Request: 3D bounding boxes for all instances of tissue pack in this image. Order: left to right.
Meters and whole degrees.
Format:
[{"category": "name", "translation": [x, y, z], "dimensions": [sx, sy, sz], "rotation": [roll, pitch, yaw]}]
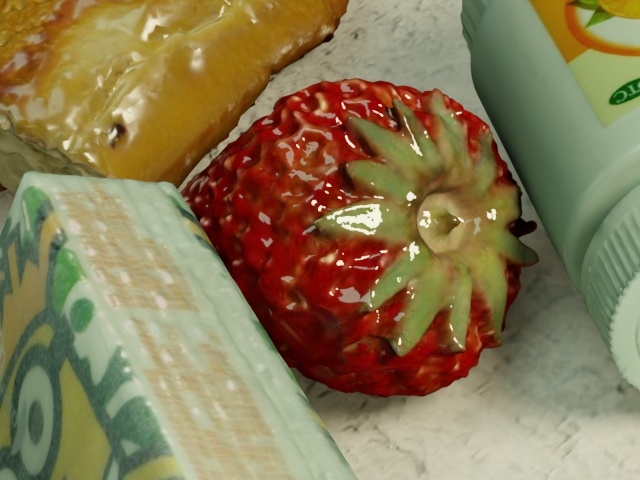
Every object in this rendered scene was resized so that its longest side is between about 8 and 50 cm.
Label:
[{"category": "tissue pack", "translation": [-0.107, 0.134, 0.957], "dimensions": [0.128, 0.228, 0.311], "rotation": [4, 31, -31]}]

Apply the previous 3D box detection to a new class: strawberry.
[{"category": "strawberry", "translation": [0.000, 0.000, 1.078], "dimensions": [0.244, 0.205, 0.205], "rotation": [-8, 42, 50]}]

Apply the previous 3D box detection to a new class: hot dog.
[{"category": "hot dog", "translation": [-0.164, -0.196, 1.338], "dimensions": [0.367, 0.196, 0.365], "rotation": [26, 66, 35]}]

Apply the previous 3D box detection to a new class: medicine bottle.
[{"category": "medicine bottle", "translation": [0.194, -0.065, 1.047], "dimensions": [0.158, 0.158, 0.318], "rotation": [-25, 43, 4]}]
